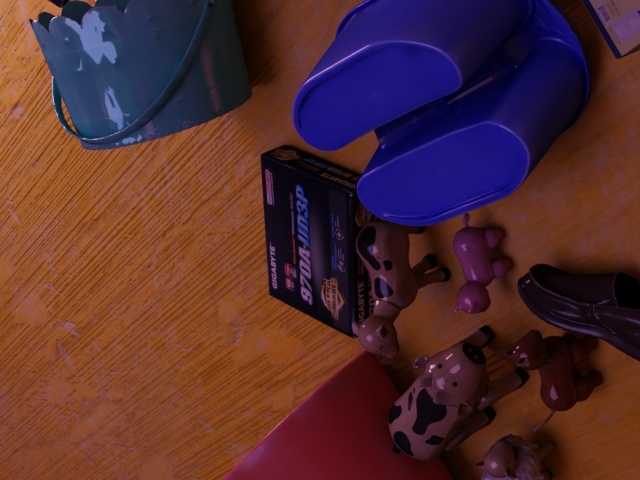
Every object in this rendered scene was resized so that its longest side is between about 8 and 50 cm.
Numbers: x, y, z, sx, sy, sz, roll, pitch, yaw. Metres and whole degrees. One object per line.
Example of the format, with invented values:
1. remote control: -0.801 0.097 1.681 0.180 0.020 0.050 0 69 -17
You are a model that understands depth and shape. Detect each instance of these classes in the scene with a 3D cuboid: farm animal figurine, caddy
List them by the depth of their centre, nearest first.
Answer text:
1. caddy: 0.132 -0.166 1.579 0.241 0.179 0.341 48 145 -15
2. farm animal figurine: 0.149 0.147 1.734 0.330 0.172 0.326 38 136 31

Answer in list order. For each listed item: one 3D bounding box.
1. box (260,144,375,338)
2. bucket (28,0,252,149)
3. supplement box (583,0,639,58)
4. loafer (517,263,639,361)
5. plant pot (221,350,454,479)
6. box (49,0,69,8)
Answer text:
1. box: 0.000 0.000 1.930 0.175 0.051 0.220 26 129 40
2. bucket: -0.229 -0.242 1.903 0.281 0.281 0.183 1 114 50
3. supplement box: 0.312 -0.237 1.414 0.083 0.056 0.083 -35 82 53
4. loafer: 0.315 0.065 1.577 0.220 0.080 0.078 24 118 35
5. plant pot: 0.043 0.321 1.909 0.243 0.275 0.275 47 141 7
6. box: -0.275 -0.423 1.873 0.044 0.233 0.159 32 137 2
